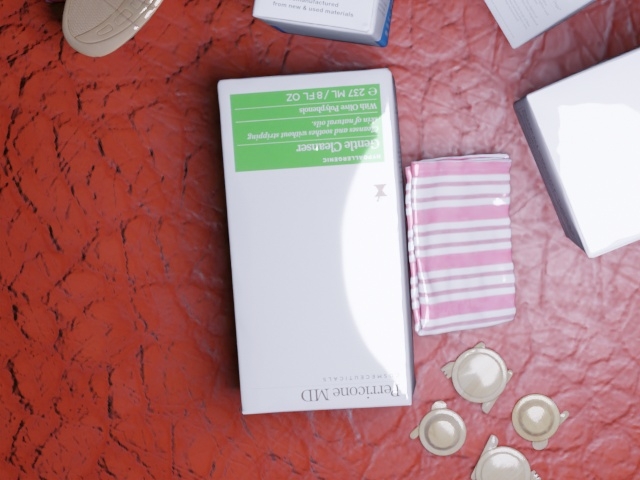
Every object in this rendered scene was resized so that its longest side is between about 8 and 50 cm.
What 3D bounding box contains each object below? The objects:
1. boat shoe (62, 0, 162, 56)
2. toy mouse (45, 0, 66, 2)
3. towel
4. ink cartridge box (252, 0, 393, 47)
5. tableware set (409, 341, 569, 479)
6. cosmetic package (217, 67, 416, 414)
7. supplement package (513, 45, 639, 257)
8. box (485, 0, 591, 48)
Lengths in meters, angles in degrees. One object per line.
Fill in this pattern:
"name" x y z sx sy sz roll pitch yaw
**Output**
"boat shoe" -0.193 -0.332 1.684 0.103 0.092 0.285 28 93 3
"toy mouse" -0.324 -0.327 1.727 0.143 0.031 0.161 -27 91 6
"towel" 0.160 0.004 1.663 0.144 0.029 0.197 -7 96 -35
"ink cartridge box" 0.026 -0.369 1.561 0.129 0.223 0.307 9 95 7
"tableware set" 0.197 0.212 1.722 0.169 0.020 0.141 37 94 3
"cosmetic package" 0.000 0.000 1.659 0.197 0.155 0.365 -5 92 4
"supplement package" 0.318 -0.102 1.553 0.178 0.293 0.175 -22 92 6
"box" 0.255 -0.308 1.602 0.170 0.091 0.130 -29 92 49
